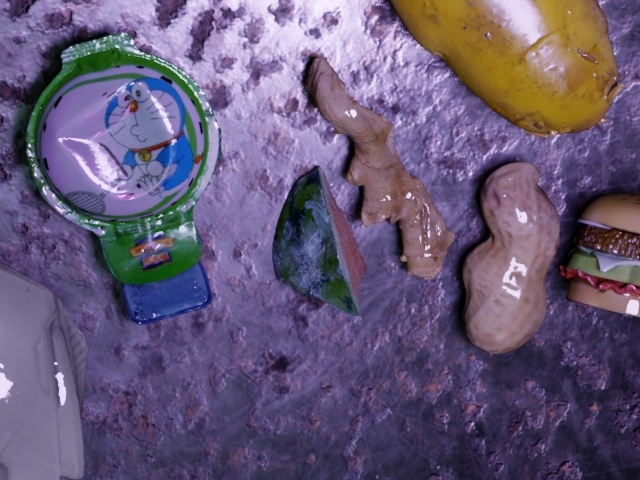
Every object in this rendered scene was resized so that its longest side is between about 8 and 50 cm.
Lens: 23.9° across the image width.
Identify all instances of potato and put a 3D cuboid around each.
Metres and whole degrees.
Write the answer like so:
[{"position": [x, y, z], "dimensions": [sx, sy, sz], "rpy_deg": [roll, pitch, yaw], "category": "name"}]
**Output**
[{"position": [0.199, -0.235, 1.600], "dimensions": [0.173, 0.140, 0.300], "rpy_deg": [-43, 106, 12], "category": "potato"}]

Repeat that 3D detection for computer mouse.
[{"position": [-0.365, 0.235, 1.641], "dimensions": [0.228, 0.145, 0.429], "rpy_deg": [0, 109, -14], "category": "computer mouse"}]

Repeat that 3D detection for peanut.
[{"position": [0.216, 0.021, 1.719], "dimensions": [0.104, 0.085, 0.228], "rpy_deg": [10, 105, -4], "category": "peanut"}]

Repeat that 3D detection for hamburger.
[{"position": [0.360, 0.017, 1.714], "dimensions": [0.175, 0.175, 0.137], "rpy_deg": [13, 92, -16], "category": "hamburger"}]

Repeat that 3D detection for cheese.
[{"position": [-0.195, -0.061, 1.605], "dimensions": [0.204, 0.083, 0.320], "rpy_deg": [-16, 110, -6], "category": "cheese"}]

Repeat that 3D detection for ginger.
[{"position": [0.061, -0.074, 1.667], "dimensions": [0.089, 0.075, 0.288], "rpy_deg": [-32, 116, 6], "category": "ginger"}]

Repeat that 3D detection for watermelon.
[{"position": [-0.005, -0.001, 1.689], "dimensions": [0.101, 0.080, 0.155], "rpy_deg": [-2, 116, 26], "category": "watermelon"}]
